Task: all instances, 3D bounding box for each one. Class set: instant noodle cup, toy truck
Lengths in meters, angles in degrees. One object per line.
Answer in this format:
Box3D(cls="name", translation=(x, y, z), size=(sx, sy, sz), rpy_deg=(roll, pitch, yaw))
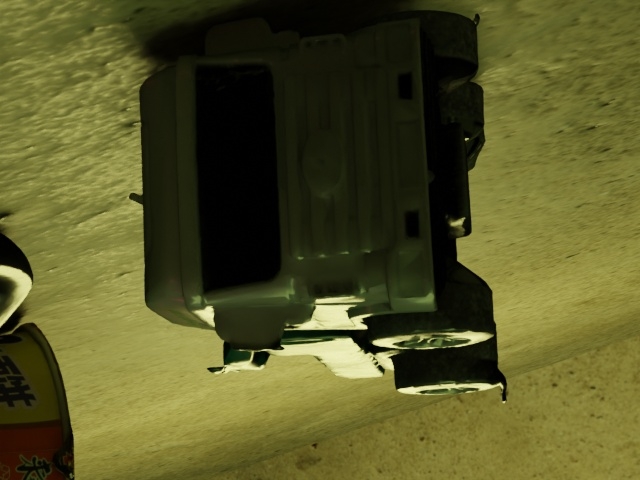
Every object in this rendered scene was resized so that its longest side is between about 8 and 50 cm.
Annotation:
Box3D(cls="instant noodle cup", translation=(-0.288, 0.166, 1.256), size=(0.174, 0.213, 0.213), rpy_deg=(0, 163, -26))
Box3D(cls="toy truck", translation=(0.007, -0.001, 0.913), size=(0.178, 0.176, 0.363), rpy_deg=(-4, 170, 3))

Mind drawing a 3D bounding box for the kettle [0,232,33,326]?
Box3D(cls="kettle", translation=(-0.267, 0.063, 0.983), size=(0.202, 0.144, 0.232), rpy_deg=(-48, 171, 9))
